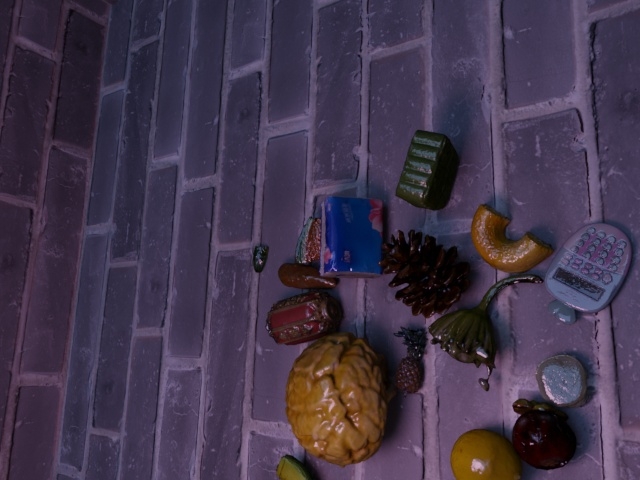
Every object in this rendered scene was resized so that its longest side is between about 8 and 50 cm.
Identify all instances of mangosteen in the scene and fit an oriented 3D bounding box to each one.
[{"bbox_3d":[0.586,0.507,1.476,0.166,0.166,0.180,-21,45,30],"label":"mangosteen"}]

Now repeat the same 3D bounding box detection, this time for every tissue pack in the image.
[{"bbox_3d":[0.105,-0.008,1.895,0.209,0.137,0.270,5,77,-9],"label":"tissue pack"}]

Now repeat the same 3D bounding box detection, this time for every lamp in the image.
[{"bbox_3d":[-0.063,0.278,1.981,0.273,0.177,0.177,-19,69,28],"label":"lamp"}]

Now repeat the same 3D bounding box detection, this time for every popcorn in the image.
[{"bbox_3d":[0.043,0.482,1.736,0.344,0.354,0.390,-20,25,30],"label":"popcorn"}]

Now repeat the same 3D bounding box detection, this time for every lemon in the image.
[{"bbox_3d":[0.454,0.610,1.525,0.203,0.178,0.179,3,81,53],"label":"lemon"}]

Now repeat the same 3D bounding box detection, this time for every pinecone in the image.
[{"bbox_3d":[0.315,0.092,1.697,0.244,0.309,0.244,-44,19,19],"label":"pinecone"}]

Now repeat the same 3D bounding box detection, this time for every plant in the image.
[{"bbox_3d":[0.482,0.236,1.658,0.251,0.180,0.333,26,67,44],"label":"plant"}]

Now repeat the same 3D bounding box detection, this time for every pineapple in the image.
[{"bbox_3d":[0.277,0.384,1.763,0.103,0.083,0.222,2,79,35],"label":"pineapple"}]

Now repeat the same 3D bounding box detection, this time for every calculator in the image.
[{"bbox_3d":[0.729,0.091,1.536,0.185,0.041,0.299,31,96,36],"label":"calculator"}]

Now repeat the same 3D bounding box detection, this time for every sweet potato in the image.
[{"bbox_3d":[-0.044,0.136,2.049,0.251,0.097,0.097,9,85,31],"label":"sweet potato"}]

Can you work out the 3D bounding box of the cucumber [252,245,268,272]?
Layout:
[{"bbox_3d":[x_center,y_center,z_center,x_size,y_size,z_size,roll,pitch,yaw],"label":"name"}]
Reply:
[{"bbox_3d":[-0.248,0.075,2.235,0.067,0.035,0.108,4,84,34],"label":"cucumber"}]

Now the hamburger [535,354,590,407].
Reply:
[{"bbox_3d":[0.655,0.382,1.511,0.133,0.062,0.140,-16,69,28],"label":"hamburger"}]

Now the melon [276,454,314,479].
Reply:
[{"bbox_3d":[-0.069,0.864,1.874,0.169,0.129,0.265,19,96,33],"label":"melon"}]

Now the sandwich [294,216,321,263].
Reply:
[{"bbox_3d":[-0.003,0.009,2.041,0.159,0.109,0.185,14,89,23],"label":"sandwich"}]

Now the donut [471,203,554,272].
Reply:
[{"bbox_3d":[0.539,0.013,1.663,0.259,0.101,0.152,39,108,31],"label":"donut"}]

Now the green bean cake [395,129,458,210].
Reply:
[{"bbox_3d":[0.343,-0.210,1.758,0.124,0.248,0.222,17,90,25],"label":"green bean cake"}]
